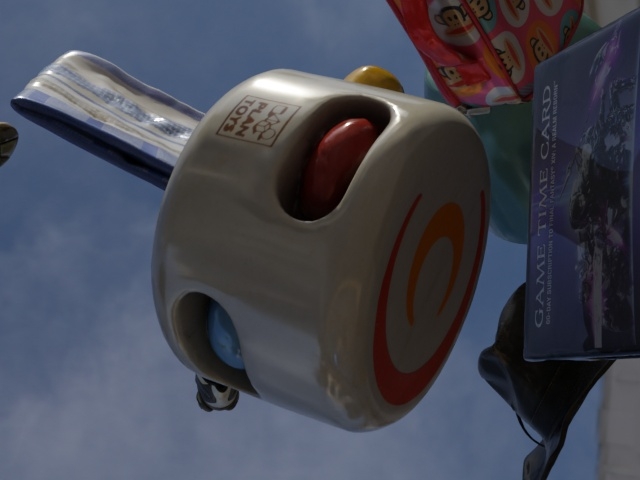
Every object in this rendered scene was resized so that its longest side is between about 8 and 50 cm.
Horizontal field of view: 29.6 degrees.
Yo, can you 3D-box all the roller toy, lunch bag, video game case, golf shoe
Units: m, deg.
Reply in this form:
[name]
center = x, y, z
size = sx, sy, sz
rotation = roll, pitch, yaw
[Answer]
[roller toy]
center = 0.000, 0.000, 0.701
size = 0.191, 0.146, 0.209
rotation = -5, -71, -63
[lunch bag]
center = 0.161, -0.287, 1.307
size = 0.293, 0.120, 0.258
rotation = 54, -131, -30
[video game case]
center = 0.183, -0.035, 0.651
size = 0.026, 0.274, 0.196
rotation = 6, -99, -15
[golf shoe]
center = -0.145, 0.126, 1.610
size = 0.077, 0.094, 0.198
rotation = -14, -108, -13

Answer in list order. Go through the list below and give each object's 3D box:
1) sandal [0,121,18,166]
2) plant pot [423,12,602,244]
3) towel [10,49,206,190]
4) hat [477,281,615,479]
[sandal]
center = -0.375, -0.090, 1.189
size = 0.180, 0.072, 0.049
rotation = -20, -116, -45
[plant pot]
center = 0.272, -0.181, 1.581
size = 0.235, 0.293, 0.293
rotation = 47, -116, -33
[towel]
center = -0.186, -0.120, 1.206
size = 0.209, 0.285, 0.034
rotation = 27, -76, -9
[hat]
center = 0.260, 0.125, 1.386
size = 0.134, 0.331, 0.331
rotation = 31, -113, 9
